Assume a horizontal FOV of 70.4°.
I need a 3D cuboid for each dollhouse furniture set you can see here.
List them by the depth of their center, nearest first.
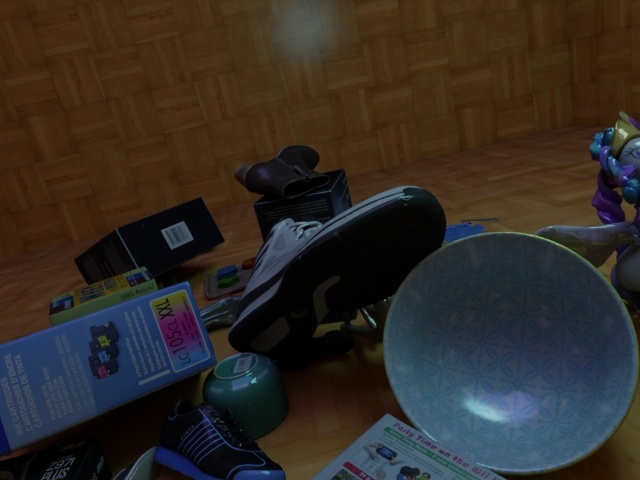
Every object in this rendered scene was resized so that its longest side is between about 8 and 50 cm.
[{"bbox_3d":[-0.531,0.150,1.436,0.152,0.058,0.076,-18,16,-19],"label":"dollhouse furniture set"}]

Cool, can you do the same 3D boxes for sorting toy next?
[{"bbox_3d":[-0.234,0.113,1.363,0.229,0.041,0.307,-16,16,-10],"label":"sorting toy"}]

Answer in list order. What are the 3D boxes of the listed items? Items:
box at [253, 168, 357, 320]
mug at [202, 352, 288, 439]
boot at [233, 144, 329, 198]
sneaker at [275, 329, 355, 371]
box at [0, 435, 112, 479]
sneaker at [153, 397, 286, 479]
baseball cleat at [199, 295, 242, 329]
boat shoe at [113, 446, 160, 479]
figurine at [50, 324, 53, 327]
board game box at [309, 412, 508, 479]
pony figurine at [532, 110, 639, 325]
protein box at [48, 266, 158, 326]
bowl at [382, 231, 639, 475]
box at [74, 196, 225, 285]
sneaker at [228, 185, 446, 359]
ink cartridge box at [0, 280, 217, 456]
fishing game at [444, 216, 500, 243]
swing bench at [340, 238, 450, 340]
[{"bbox_3d":[-0.007,0.003,1.104,0.183,0.294,0.296,-8,17,12],"label":"box"},{"bbox_3d":[-0.134,0.242,0.746,0.158,0.097,0.129,5,24,46],"label":"mug"},{"bbox_3d":[-0.048,-0.148,1.022,0.248,0.090,0.207,-22,31,-36],"label":"boot"},{"bbox_3d":[-0.025,0.214,0.853,0.170,0.051,0.089,-10,16,28],"label":"sneaker"},{"bbox_3d":[-0.395,0.357,0.596,0.180,0.077,0.147,-14,15,-3],"label":"box"},{"bbox_3d":[-0.137,0.274,0.615,0.232,0.090,0.081,-2,-25,34],"label":"sneaker"},{"bbox_3d":[-0.270,0.180,1.115,0.206,0.072,0.109,-16,9,-24],"label":"baseball cleat"},{"bbox_3d":[-0.266,0.337,0.626,0.038,0.046,0.125,-12,19,16],"label":"boat shoe"},{"bbox_3d":[-0.551,0.238,1.133,0.210,0.092,0.215,-11,13,-24],"label":"figurine"},{"bbox_3d":[0.045,0.309,0.388,0.303,0.097,0.224,-26,21,-33],"label":"board game box"},{"bbox_3d":[0.462,0.029,0.633,0.303,0.351,0.363,2,40,-22],"label":"pony figurine"},{"bbox_3d":[-0.428,0.192,0.957,0.200,0.201,0.136,-21,18,-25],"label":"protein box"},{"bbox_3d":[0.244,0.149,0.606,0.290,0.289,0.156,-5,-25,26],"label":"bowl"},{"bbox_3d":[-0.560,0.031,1.501,0.313,0.179,0.343,-24,6,38],"label":"box"},{"bbox_3d":[-0.001,0.000,0.778,0.447,0.169,0.257,-38,35,32],"label":"sneaker"},{"bbox_3d":[-0.391,0.222,0.734,0.396,0.151,0.270,-20,-10,-26],"label":"ink cartridge box"},{"bbox_3d":[0.374,0.000,1.290,0.264,0.041,0.189,-31,16,-33],"label":"fishing game"},{"bbox_3d":[0.185,0.102,0.858,0.253,0.165,0.255,-18,17,-19],"label":"swing bench"}]
